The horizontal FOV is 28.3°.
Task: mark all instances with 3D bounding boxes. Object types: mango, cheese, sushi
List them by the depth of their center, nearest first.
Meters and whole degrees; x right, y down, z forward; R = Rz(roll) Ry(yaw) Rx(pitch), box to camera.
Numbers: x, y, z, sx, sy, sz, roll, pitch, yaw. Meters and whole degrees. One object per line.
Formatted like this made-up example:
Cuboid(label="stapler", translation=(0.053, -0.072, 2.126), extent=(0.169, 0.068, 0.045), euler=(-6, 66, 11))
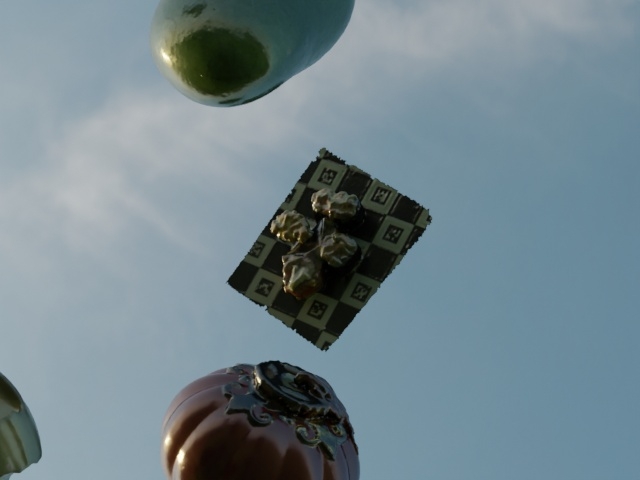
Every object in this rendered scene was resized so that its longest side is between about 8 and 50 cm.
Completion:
Cuboid(label="mango", translation=(-0.057, -0.176, 1.028), extent=(0.156, 0.251, 0.114), euler=(4, -53, 14))
Cuboid(label="cheese", translation=(-0.339, 0.222, 1.133), extent=(0.163, 0.082, 0.286), euler=(34, -53, 15))
Cuboid(label="sushi", translation=(0.000, 0.000, 1.495), extent=(0.193, 0.040, 0.210), euler=(32, -99, 33))

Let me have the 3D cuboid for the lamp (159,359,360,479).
Cuboid(label="lamp", translation=(-0.063, 0.228, 1.386), extent=(0.227, 0.227, 0.227), euler=(5, -65, 12))
